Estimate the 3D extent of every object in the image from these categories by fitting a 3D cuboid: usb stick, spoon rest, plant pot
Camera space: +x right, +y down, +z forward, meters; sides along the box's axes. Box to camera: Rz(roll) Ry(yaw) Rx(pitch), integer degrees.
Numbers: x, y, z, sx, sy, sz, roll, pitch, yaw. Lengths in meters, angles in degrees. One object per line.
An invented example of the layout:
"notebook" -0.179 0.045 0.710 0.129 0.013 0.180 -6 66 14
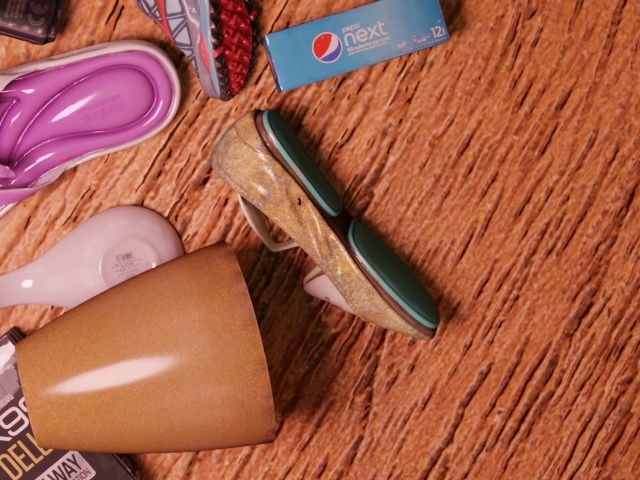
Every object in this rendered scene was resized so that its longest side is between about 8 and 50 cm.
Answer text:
"usb stick" -0.431 -0.289 1.405 0.278 0.045 0.077 14 73 -14
"spoon rest" -0.296 0.043 1.474 0.276 0.084 0.137 -14 99 -18
"plant pot" -0.202 0.144 1.392 0.254 0.237 0.237 -14 98 -11

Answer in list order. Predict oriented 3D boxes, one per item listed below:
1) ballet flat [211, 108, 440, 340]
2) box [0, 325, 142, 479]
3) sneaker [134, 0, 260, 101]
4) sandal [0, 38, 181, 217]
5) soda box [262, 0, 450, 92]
"ballet flat" 0.000 0.000 1.486 0.123 0.123 0.348 -40 100 -1
"box" -0.405 0.292 1.479 0.307 0.076 0.242 -39 98 -1
"sneaker" -0.157 -0.287 1.448 0.125 0.104 0.262 -1 116 33
"sandal" -0.355 -0.113 1.414 0.416 0.102 0.169 -29 111 -4
"soda box" 0.041 -0.239 1.476 0.210 0.067 0.071 -18 98 -5
